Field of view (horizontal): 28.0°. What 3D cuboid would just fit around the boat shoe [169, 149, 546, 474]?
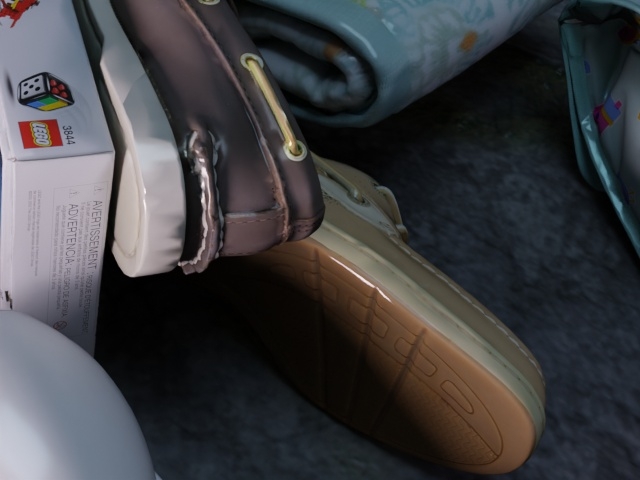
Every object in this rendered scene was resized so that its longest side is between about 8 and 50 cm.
[{"bbox_3d":[0.000,0.000,0.745,0.341,0.122,0.110,36,50,19],"label":"boat shoe"}]

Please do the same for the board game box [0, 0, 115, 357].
[{"bbox_3d":[-0.176,-0.087,0.726,0.053,0.193,0.305,-6,51,-20],"label":"board game box"}]

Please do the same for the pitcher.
[{"bbox_3d":[-0.109,0.136,0.607,0.177,0.125,0.207,-9,60,-49],"label":"pitcher"}]

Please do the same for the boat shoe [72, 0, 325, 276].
[{"bbox_3d":[-0.089,-0.111,0.701,0.096,0.117,0.324,-6,44,-20],"label":"boat shoe"}]

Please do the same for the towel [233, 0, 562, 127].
[{"bbox_3d":[-0.011,-0.226,0.918,0.374,0.090,0.320,27,46,28],"label":"towel"}]

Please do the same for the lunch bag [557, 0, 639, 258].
[{"bbox_3d":[0.305,-0.079,0.879,0.223,0.160,0.262,-13,59,-24],"label":"lunch bag"}]
